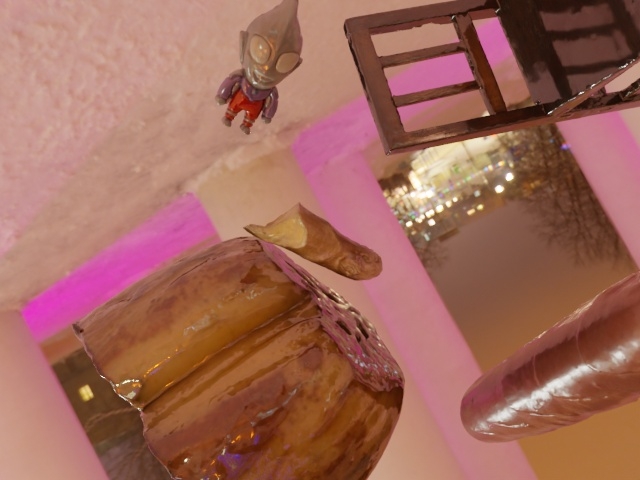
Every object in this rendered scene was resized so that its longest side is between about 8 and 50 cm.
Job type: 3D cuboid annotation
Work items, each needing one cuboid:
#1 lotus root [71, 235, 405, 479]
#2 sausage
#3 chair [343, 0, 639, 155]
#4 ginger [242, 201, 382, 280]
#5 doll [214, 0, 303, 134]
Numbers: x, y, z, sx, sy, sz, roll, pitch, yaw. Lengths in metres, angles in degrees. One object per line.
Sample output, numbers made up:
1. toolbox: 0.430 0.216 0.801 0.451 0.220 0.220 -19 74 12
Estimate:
1. lotus root: -0.073 0.129 0.637 0.250 0.316 0.316 -43 178 -4
2. sausage: 0.208 0.118 0.560 0.088 0.087 0.433 -27 160 -20
3. chair: 0.270 -0.256 0.714 0.417 0.203 0.240 -14 169 -20
4. ginger: 0.001 0.002 0.559 0.057 0.137 0.044 -17 -130 61
5. doll: -0.081 -0.267 0.950 0.227 0.102 0.075 -60 -150 17
